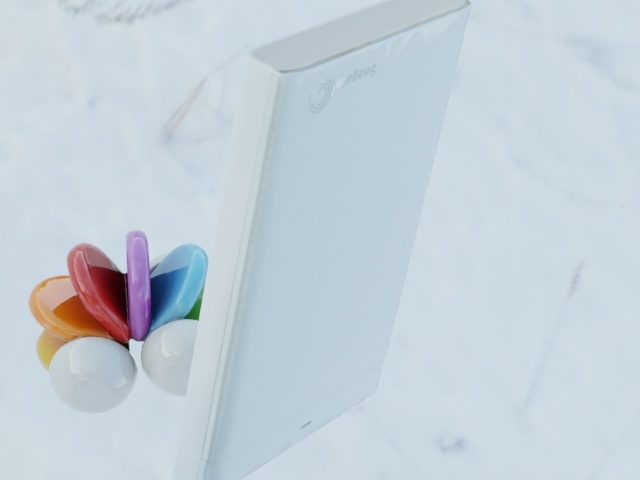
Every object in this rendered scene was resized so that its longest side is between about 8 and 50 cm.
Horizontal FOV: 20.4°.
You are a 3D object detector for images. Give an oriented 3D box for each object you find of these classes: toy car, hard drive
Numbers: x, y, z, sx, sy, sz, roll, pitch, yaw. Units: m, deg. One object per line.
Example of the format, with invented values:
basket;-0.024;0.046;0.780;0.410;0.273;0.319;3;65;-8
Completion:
toy car;-0.166;0.055;1.554;0.182;0.136;0.159;-10;34;-2
hard drive;0.000;0.000;1.156;0.040;0.307;0.203;29;34;26
